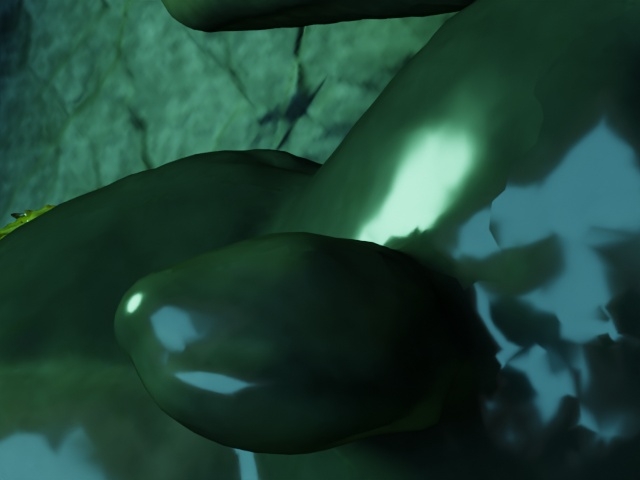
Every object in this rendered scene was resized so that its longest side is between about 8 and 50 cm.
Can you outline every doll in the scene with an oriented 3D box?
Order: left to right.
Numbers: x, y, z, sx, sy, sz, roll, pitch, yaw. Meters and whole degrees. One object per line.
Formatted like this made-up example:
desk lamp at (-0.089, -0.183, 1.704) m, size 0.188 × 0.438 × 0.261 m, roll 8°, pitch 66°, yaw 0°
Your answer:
doll at (0.023, 0.018, 0.522) m, size 0.382 × 0.252 × 0.379 m, roll -22°, pitch 33°, yaw 35°

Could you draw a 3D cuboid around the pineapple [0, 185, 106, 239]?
pineapple at (-0.092, 0.040, 0.689) m, size 0.114 × 0.077 × 0.114 m, roll 7°, pitch 98°, yaw 49°
